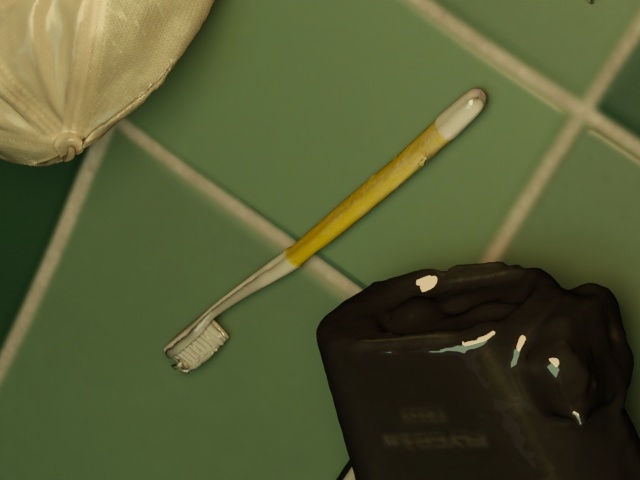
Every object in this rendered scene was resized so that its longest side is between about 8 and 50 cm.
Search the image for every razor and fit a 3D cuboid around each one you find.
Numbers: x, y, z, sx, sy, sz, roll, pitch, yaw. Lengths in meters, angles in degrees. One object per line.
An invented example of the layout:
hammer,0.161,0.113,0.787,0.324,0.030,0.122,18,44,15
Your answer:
razor,0.115,0.175,1.008,0.189,0.107,0.326,-7,109,29

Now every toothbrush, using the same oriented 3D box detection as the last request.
toothbrush,0.000,0.000,1.060,0.024,0.021,0.288,46,122,-7

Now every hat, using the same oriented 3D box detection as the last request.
hat,-0.192,-0.172,1.032,0.219,0.164,0.226,-30,114,30

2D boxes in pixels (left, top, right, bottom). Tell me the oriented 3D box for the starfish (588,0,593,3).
starfish,0.136,-0.253,0.827,0.358,0.078,0.347,29,138,38
